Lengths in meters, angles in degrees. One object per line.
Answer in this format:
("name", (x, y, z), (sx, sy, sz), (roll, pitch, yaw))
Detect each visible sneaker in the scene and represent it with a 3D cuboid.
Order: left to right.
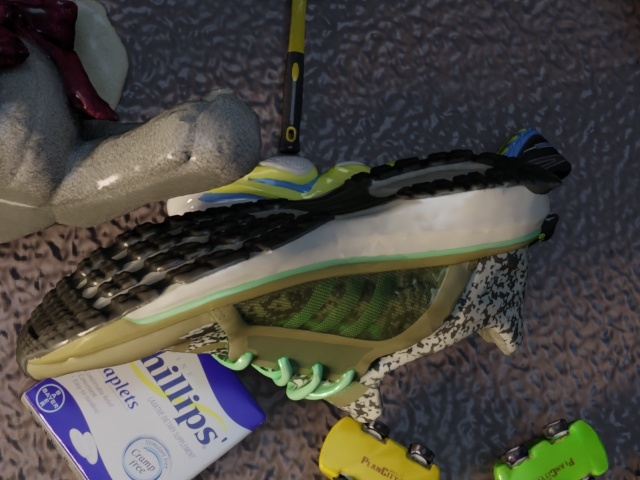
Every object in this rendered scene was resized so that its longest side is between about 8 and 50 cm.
("sneaker", (-0.005, 0.062, 0.814), (0.410, 0.158, 0.182), (-14, 106, -16))
("sneaker", (0.000, 0.000, 0.917), (0.240, 0.091, 0.126), (-5, 79, -16))
("sneaker", (0.160, -0.012, 0.972), (0.078, 0.067, 0.188), (32, 69, 2))

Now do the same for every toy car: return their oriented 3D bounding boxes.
("toy car", (0.132, 0.218, 0.918), (0.225, 0.053, 0.239), (-26, 85, -19))

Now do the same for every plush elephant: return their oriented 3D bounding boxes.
("plush elephant", (-0.228, -0.136, 0.803), (0.272, 0.330, 0.255), (13, 62, -37))

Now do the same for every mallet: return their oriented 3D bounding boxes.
("mallet", (-0.012, -0.169, 0.986), (0.062, 0.039, 0.190), (-2, 81, -11))

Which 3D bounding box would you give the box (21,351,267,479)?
("box", (-0.134, 0.128, 0.863), (0.137, 0.072, 0.126), (-36, 88, -19))
